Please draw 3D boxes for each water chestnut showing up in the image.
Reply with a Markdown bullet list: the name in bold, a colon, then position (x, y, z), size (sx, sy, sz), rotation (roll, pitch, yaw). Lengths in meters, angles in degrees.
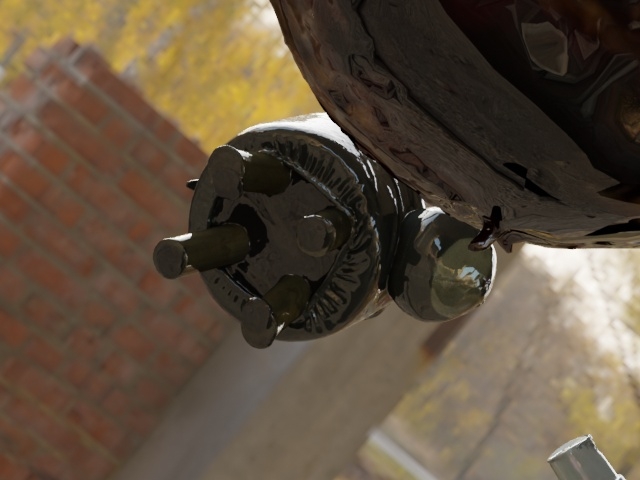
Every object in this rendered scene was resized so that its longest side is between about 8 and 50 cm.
- **water chestnut**: position (0.136, -0.147, 0.750), size (0.335, 0.335, 0.347), rotation (40, 0, 0)

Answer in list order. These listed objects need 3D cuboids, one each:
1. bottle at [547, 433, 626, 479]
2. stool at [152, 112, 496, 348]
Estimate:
- **bottle**: position (0.188, 0.196, 0.879), size (0.217, 0.060, 0.060), rotation (54, -1, 4)
- **stool**: position (0.000, -0.009, 1.166), size (0.139, 0.228, 0.153), rotation (-19, 100, -61)
